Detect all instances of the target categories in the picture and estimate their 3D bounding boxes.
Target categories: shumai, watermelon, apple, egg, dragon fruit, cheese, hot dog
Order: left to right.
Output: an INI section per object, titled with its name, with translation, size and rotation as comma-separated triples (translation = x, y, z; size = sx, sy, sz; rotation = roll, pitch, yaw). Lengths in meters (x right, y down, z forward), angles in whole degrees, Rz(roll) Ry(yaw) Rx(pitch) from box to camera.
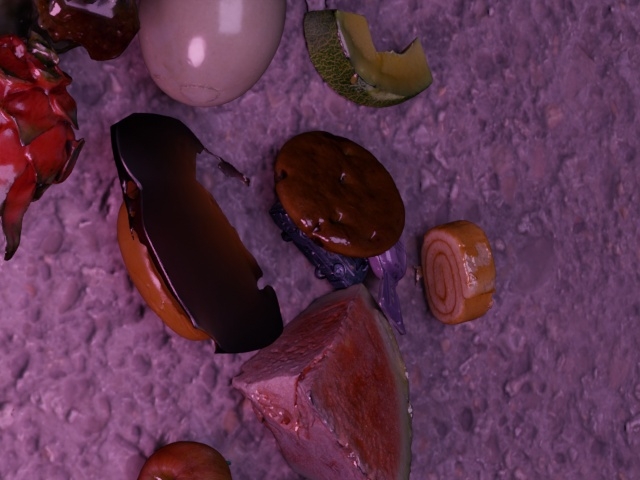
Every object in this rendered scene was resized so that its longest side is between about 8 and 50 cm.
[dragon fruit]
translation = -0.379, -0.117, 1.724
size = 0.193, 0.192, 0.274
rotation = 19, 99, -1
[shumai]
translation = -0.274, -0.342, 1.790
size = 0.222, 0.204, 0.271
rotation = 20, 74, -42
[hot dog]
translation = -0.178, -0.001, 1.915
size = 0.194, 0.107, 0.326
rotation = -15, 88, -44
[apple]
translation = -0.172, 0.317, 1.897
size = 0.102, 0.126, 0.126
rotation = 35, 68, -49
[egg]
translation = -0.137, -0.291, 1.898
size = 0.187, 0.187, 0.253
rotation = 19, 75, -34
[watermelon]
translation = 0.022, 0.210, 1.989
size = 0.232, 0.193, 0.310
rotation = 2, 86, -36
[cheese]
translation = 0.094, 0.033, 2.100
size = 0.105, 0.042, 0.190
rotation = 52, 26, -49

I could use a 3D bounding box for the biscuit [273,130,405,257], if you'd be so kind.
[biscuit]
translation = 0.030, -0.065, 2.048
size = 0.212, 0.036, 0.212
rotation = 21, 47, -24

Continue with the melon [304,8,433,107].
[melon]
translation = 0.073, -0.255, 2.126
size = 0.210, 0.064, 0.118
rotation = 9, 78, -37

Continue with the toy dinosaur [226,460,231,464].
[toy dinosaur]
translation = -0.118, 0.353, 1.975
size = 0.096, 0.059, 0.132
rotation = -29, 113, -41

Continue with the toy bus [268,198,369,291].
[toy bus]
translation = 0.000, 0.000, 2.072
size = 0.166, 0.047, 0.065
rotation = 48, 59, -24

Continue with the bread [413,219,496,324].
[bread]
translation = 0.197, 0.048, 2.164
size = 0.073, 0.122, 0.149
rotation = -13, 95, -32
